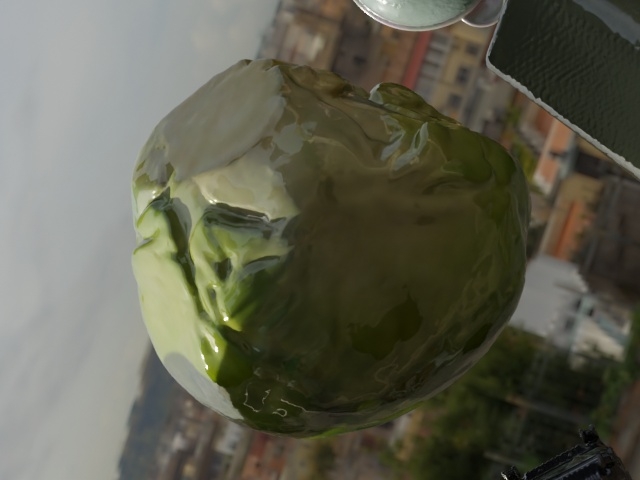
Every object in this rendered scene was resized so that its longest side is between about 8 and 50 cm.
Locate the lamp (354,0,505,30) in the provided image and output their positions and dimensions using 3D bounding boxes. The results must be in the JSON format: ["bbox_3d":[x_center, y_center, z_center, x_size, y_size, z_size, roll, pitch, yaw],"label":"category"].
[{"bbox_3d":[0.079,-0.309,1.557,0.108,0.246,0.179,-14,-70,-68],"label":"lamp"}]

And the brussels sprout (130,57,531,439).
[{"bbox_3d":[0.000,0.000,1.177,0.268,0.344,0.344,55,134,47],"label":"brussels sprout"}]

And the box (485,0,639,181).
[{"bbox_3d":[0.371,-0.170,1.206,0.352,0.344,0.177,-43,-18,-31],"label":"box"}]

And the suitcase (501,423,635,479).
[{"bbox_3d":[0.188,0.201,1.047,0.086,0.126,0.059,-28,17,4],"label":"suitcase"}]
